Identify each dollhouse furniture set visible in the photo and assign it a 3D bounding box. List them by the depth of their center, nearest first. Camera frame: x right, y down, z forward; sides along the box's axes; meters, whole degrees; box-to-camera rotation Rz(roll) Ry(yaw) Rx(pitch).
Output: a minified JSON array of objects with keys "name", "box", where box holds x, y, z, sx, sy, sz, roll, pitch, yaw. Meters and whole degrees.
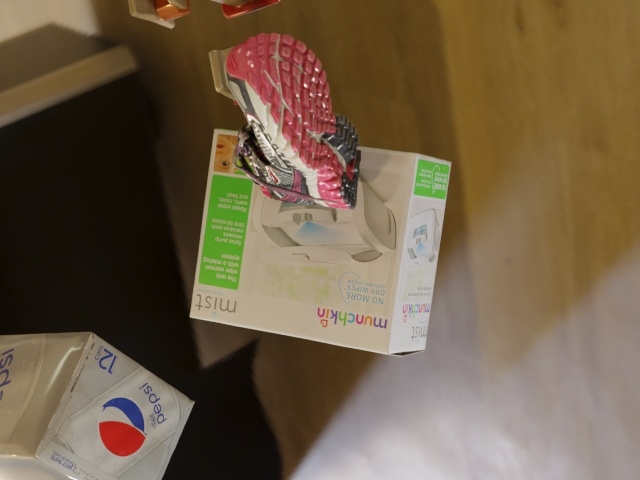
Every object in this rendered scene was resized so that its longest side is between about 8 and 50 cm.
[{"name":"dollhouse furniture set","box":[-0.085,-0.300,1.806,0.262,0.135,0.259,-13,81,24]}]

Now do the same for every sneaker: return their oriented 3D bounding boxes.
[{"name":"sneaker","box":[-0.043,-0.106,1.529,0.112,0.121,0.299,-1,156,15]}]

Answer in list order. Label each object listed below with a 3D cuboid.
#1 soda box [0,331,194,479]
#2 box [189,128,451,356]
[{"name":"soda box","box":[-0.222,0.127,1.038,0.286,0.091,0.098,-5,145,47]},{"name":"box","box":[0.000,0.000,1.745,0.262,0.127,0.231,10,92,24]}]
